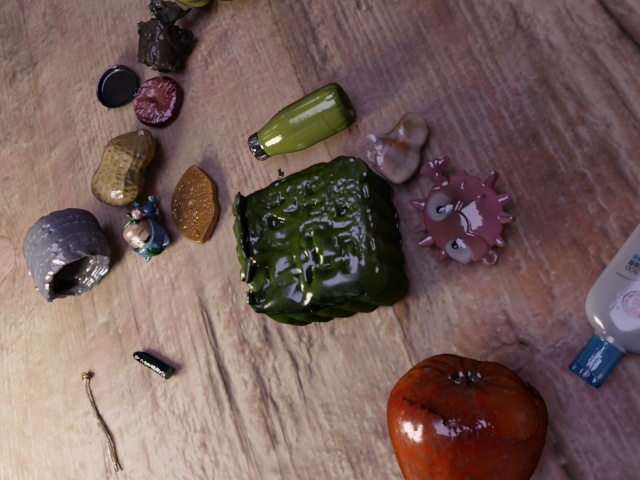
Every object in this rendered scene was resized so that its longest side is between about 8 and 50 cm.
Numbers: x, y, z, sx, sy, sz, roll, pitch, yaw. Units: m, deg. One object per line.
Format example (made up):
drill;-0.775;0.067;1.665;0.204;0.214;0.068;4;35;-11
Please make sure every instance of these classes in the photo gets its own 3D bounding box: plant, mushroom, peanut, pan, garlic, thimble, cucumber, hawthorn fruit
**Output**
plant;-0.437;-0.578;1.756;0.131;0.142;0.203;22;92;45
mushroom;-0.576;0.470;1.635;0.026;0.028;0.286;-17;64;-23
peanut;-0.537;-0.203;1.726;0.197;0.110;0.232;13;83;42
pan;-0.558;-0.434;1.844;0.235;0.028;0.136;24;89;20
garlic;0.169;-0.208;1.371;0.124;0.099;0.174;26;77;11
thimble;-0.682;0.041;1.688;0.236;0.205;0.172;-40;64;17
cucumber;-0.427;0.311;1.590;0.133;0.032;0.032;20;87;31
hawthorn fruit;0.250;0.366;1.109;0.276;0.276;0.307;8;97;29

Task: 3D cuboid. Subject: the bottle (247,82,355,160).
bottle;-0.052;-0.272;1.495;0.260;0.112;0.112;-24;68;20

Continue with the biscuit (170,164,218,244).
biscuit;-0.329;-0.091;1.641;0.142;0.029;0.220;-20;70;20

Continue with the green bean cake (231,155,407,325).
green bean cake;0.000;0.000;1.344;0.319;0.218;0.334;-20;71;22

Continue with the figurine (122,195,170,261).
figurine;-0.468;-0.043;1.642;0.114;0.144;0.178;-27;55;15

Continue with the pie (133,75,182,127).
pie;-0.457;-0.390;1.768;0.155;0.036;0.154;-2;83;18

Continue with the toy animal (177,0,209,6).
toy animal;-0.324;-0.734;1.703;0.339;0.216;0.191;11;94;21

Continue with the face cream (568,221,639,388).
face cream;0.561;0.109;1.103;0.163;0.080;0.336;39;96;30

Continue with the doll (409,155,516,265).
doll;0.285;-0.059;1.280;0.211;0.093;0.261;-30;68;25
